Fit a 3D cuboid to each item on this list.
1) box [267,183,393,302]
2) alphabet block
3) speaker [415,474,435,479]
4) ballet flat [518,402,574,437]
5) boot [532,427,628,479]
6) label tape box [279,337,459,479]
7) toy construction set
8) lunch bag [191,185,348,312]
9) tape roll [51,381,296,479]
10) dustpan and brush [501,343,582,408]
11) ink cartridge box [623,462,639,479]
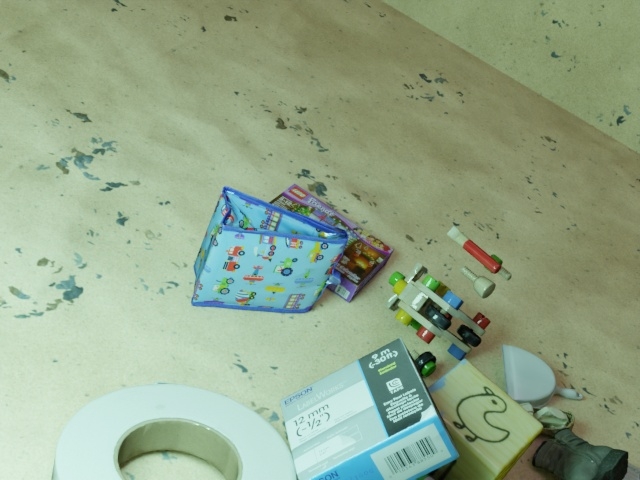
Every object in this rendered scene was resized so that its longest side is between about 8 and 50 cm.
[{"bbox_3d":[0.000,0.000,2.236,0.293,0.057,0.201,34,36,11],"label":"box"},{"bbox_3d":[0.260,0.377,1.812,0.197,0.193,0.192,40,40,19],"label":"alphabet block"},{"bbox_3d":[0.238,0.535,1.658,0.296,0.131,0.131,42,39,21],"label":"speaker"},{"bbox_3d":[0.444,0.369,2.036,0.206,0.067,0.073,8,40,-22],"label":"ballet flat"},{"bbox_3d":[0.487,0.467,1.922,0.161,0.083,0.247,14,29,40],"label":"boot"},{"bbox_3d":[0.065,0.292,1.693,0.115,0.249,0.347,60,4,-30],"label":"label tape box"},{"bbox_3d":[0.237,0.103,2.070,0.258,0.308,0.237,-6,41,-47],"label":"toy construction set"},{"bbox_3d":[-0.092,0.045,1.985,0.293,0.221,0.138,15,37,-15],"label":"lunch bag"},{"bbox_3d":[-0.232,0.375,1.557,0.392,0.072,0.392,12,27,-6],"label":"tape roll"},{"bbox_3d":[0.494,0.319,2.151,0.211,0.060,0.147,11,49,-10],"label":"dustpan and brush"},{"bbox_3d":[0.628,0.540,1.953,0.206,0.045,0.208,27,36,3],"label":"ink cartridge box"}]
